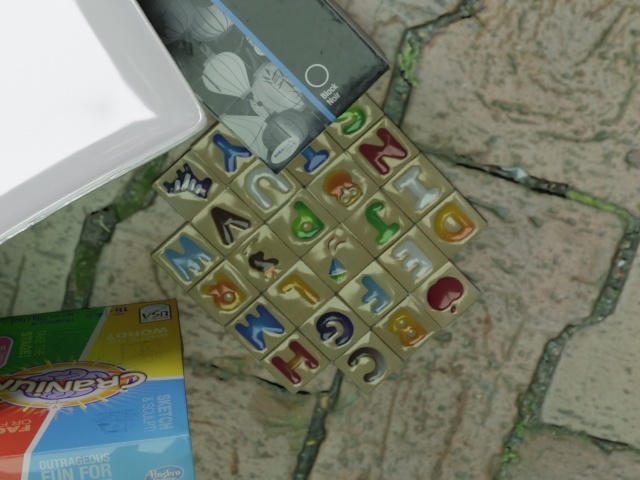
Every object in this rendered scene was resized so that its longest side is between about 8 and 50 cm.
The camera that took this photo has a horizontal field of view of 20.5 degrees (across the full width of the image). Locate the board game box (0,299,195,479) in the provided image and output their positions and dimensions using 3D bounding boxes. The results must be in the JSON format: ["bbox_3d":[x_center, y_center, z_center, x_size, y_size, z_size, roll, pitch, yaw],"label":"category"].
[{"bbox_3d":[-0.250,0.160,1.744,0.242,0.316,0.064,-6,112,-5],"label":"board game box"}]

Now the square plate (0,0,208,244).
[{"bbox_3d":[-0.327,-0.157,1.661,0.344,0.049,0.347,-31,74,0],"label":"square plate"}]

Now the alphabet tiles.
[{"bbox_3d":[0.000,0.000,1.876,0.285,0.011,0.342,-41,110,9],"label":"alphabet tiles"}]

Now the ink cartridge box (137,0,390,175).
[{"bbox_3d":[-0.101,-0.234,1.739,0.165,0.065,0.333,-44,107,11],"label":"ink cartridge box"}]
